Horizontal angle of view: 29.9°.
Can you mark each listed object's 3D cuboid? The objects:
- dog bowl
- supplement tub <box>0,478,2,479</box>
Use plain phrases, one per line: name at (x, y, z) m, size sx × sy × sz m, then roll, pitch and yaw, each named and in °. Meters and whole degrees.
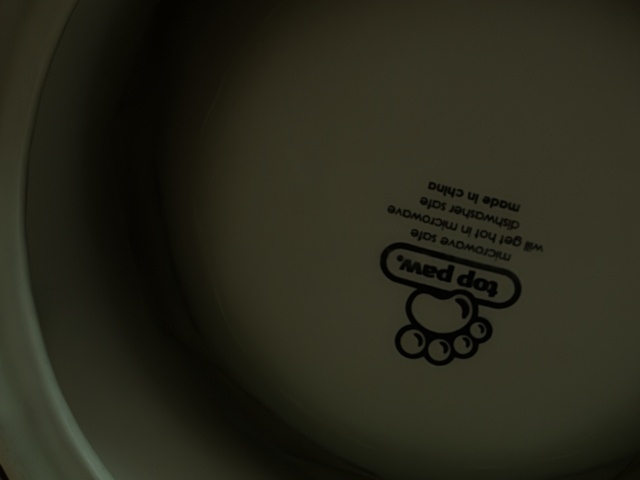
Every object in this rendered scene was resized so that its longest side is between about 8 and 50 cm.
dog bowl at (0.062, -0.012, 0.488) m, size 0.408 × 0.408 × 0.150 m, roll 0°, pitch 16°, yaw 7°
supplement tub at (-0.231, 0.057, 0.617) m, size 0.144 × 0.144 × 0.200 m, roll -22°, pitch 38°, yaw -24°
